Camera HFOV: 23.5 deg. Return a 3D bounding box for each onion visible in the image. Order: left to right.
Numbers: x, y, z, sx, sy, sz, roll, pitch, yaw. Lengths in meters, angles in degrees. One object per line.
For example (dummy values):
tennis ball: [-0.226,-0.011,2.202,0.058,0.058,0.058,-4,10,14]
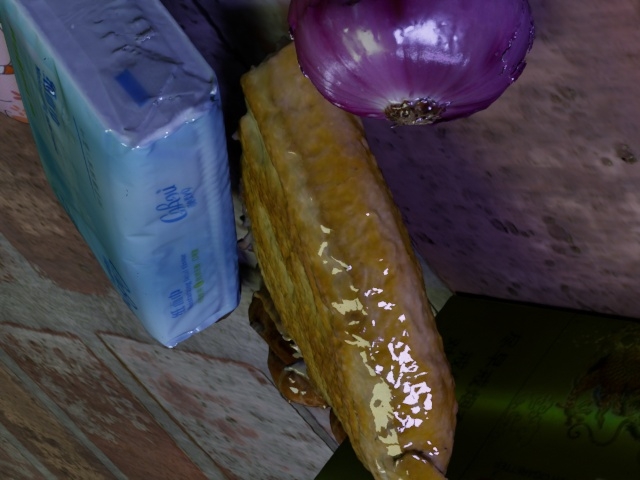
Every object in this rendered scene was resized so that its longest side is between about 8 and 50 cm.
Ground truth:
onion: [0.042,-0.103,0.718,0.115,0.115,0.104,116,147,-66]

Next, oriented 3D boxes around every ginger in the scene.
ginger: [0.017,0.097,1.141,0.162,0.073,0.103,32,143,32]

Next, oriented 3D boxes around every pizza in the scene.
pizza: [0.000,0.000,0.951,0.287,0.075,0.280,-156,48,-75]

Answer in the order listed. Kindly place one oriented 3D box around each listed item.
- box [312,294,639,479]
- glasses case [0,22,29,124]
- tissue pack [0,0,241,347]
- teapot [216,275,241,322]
box: [0.141,0.120,0.862,0.311,0.173,0.043,6,142,52]
glasses case: [-0.223,-0.168,1.012,0.103,0.067,0.267,30,156,17]
tissue pack: [-0.128,-0.064,0.984,0.177,0.089,0.263,52,164,23]
teapot: [-0.118,0.032,1.207,0.098,0.078,0.129,49,155,-21]
